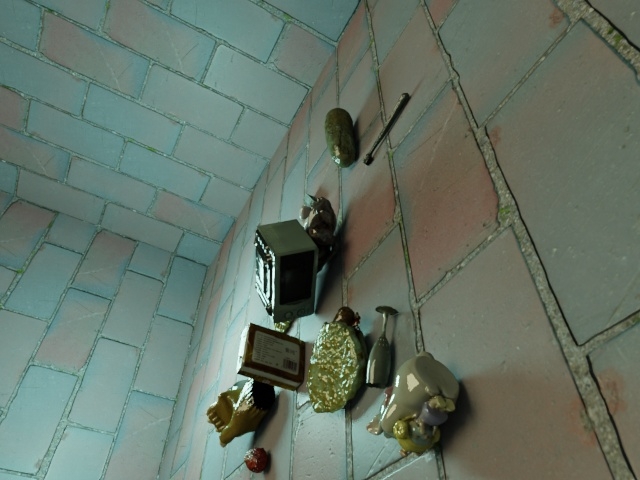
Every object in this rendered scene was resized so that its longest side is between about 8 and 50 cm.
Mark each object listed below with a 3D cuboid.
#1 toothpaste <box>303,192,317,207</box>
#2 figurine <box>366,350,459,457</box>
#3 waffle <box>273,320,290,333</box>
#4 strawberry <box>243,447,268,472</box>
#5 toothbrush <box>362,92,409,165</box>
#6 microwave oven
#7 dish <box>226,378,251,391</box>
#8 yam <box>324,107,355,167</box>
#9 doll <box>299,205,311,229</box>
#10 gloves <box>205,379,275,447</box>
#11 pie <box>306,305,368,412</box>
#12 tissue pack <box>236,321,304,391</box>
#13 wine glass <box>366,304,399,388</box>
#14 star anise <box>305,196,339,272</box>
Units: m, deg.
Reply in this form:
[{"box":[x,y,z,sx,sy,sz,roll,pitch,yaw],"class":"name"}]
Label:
[{"box":[-0.039,-0.179,2.251,0.034,0.046,0.164,-66,19,10],"class":"toothpaste"},{"box":[0.177,0.356,0.985,0.236,0.127,0.155,-65,28,25],"class":"figurine"},{"box":[-0.149,0.307,2.033,0.169,0.036,0.184,-51,27,34],"class":"waffle"},{"box":[-0.216,0.749,1.665,0.083,0.083,0.096,-66,21,4],"class":"strawberry"},{"box":[0.236,-0.400,1.777,0.297,0.030,0.031,-59,29,25],"class":"toothbrush"},{"box":[-0.133,0.111,1.757,0.237,0.181,0.295,-129,34,-48],"class":"microwave oven"},{"box":[-0.374,0.691,2.138,0.236,0.086,0.228,-62,20,15],"class":"dish"},{"box":[0.089,-0.426,2.075,0.133,0.133,0.330,-54,28,36],"class":"yam"},{"box":[-0.075,-0.067,2.192,0.161,0.059,0.160,55,130,51],"class":"doll"},{"box":[-0.300,0.657,1.871,0.356,0.155,0.203,-38,39,28],"class":"gloves"},{"box":[0.040,0.350,1.379,0.274,0.105,0.257,-56,31,33],"class":"pie"},{"box":[-0.170,0.398,1.694,0.092,0.226,0.183,-55,22,37],"class":"tissue pack"},{"box":[0.153,0.266,1.225,0.066,0.066,0.198,-37,35,56],"class":"wine glass"},{"box":[0.000,0.000,1.845,0.359,0.139,0.316,164,121,-83],"class":"star anise"}]
